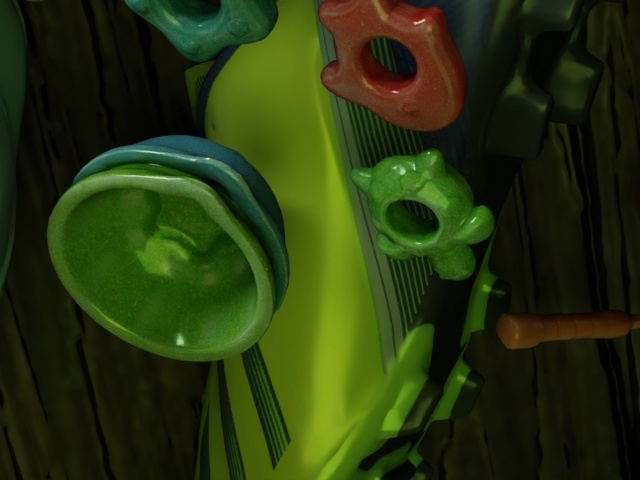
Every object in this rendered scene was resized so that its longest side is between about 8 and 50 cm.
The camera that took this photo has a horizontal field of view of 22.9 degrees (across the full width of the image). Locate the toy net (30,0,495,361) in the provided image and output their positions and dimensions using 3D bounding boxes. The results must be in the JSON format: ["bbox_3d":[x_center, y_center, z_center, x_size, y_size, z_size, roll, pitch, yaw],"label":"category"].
[{"bbox_3d":[-0.039,-0.069,0.390,0.122,0.045,0.232,-2,128,28],"label":"toy net"}]

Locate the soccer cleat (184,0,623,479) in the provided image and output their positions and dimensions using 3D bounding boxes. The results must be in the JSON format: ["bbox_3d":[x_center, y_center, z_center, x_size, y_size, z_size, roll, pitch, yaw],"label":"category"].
[{"bbox_3d":[0.001,-0.001,0.514,0.121,0.093,0.289,28,115,18],"label":"soccer cleat"}]

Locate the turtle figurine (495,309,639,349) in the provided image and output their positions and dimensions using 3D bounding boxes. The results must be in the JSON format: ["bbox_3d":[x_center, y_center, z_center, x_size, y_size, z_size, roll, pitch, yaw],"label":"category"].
[{"bbox_3d":[0.201,-0.021,0.490,0.269,0.087,0.217,5,114,-13],"label":"turtle figurine"}]

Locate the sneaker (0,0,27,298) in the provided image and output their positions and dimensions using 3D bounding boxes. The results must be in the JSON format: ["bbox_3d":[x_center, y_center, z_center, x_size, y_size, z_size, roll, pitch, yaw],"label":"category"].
[{"bbox_3d":[-0.149,0.045,0.472,0.094,0.151,0.256,11,111,-10],"label":"sneaker"}]
